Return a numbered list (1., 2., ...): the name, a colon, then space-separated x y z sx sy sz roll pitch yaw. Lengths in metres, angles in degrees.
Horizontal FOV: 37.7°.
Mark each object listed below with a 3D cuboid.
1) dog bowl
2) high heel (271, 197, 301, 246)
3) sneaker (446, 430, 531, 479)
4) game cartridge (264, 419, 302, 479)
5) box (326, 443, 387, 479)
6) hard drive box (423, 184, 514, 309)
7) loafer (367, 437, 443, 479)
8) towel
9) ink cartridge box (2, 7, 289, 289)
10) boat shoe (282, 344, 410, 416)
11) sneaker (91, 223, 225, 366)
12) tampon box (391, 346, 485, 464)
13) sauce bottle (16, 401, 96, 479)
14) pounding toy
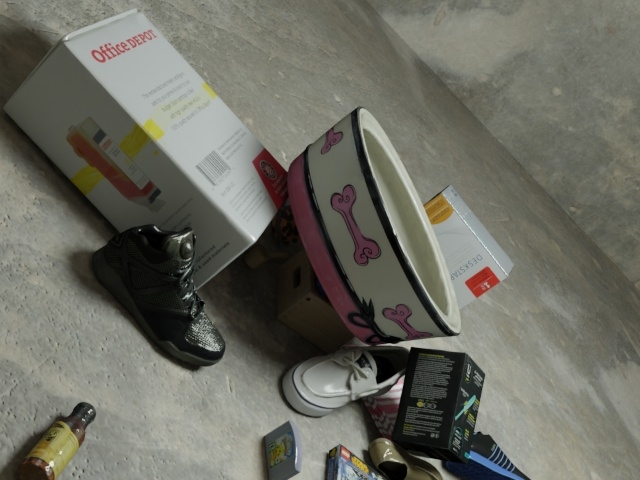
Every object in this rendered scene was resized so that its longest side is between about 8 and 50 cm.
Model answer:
1. dog bowl: 0.086 -0.007 1.555 0.408 0.150 0.408 60 15 -27
2. high heel: 0.000 0.000 1.791 0.261 0.093 0.186 49 45 -35
3. sneaker: 0.318 0.411 1.728 0.232 0.081 0.090 36 36 -27
4. game cartridge: -0.051 0.292 1.300 0.017 0.056 0.083 41 25 -38
5. box: 0.065 0.380 1.408 0.137 0.027 0.094 42 28 -20
6. hard drive box: 0.283 0.025 2.074 0.232 0.181 0.089 51 25 1
7. loafer: 0.136 0.375 1.509 0.148 0.056 0.050 32 30 -15
8. towel: 0.118 0.264 1.652 0.144 0.029 0.197 8 49 -57
9. ink cartridge box: -0.245 -0.141 1.435 0.385 0.160 0.279 48 24 -8
10. boat shoe: 0.053 0.215 1.511 0.267 0.088 0.096 3 52 -46
11. sneaker: -0.193 0.069 1.280 0.227 0.130 0.087 50 27 -8
12. tampon box: 0.197 0.273 1.554 0.120 0.101 0.161 46 53 -54
13. sauce bottle: -0.284 0.222 1.023 0.042 0.042 0.128 47 23 -9
14. pounding toy: -0.028 0.060 1.607 0.206 0.094 0.181 38 28 -27
